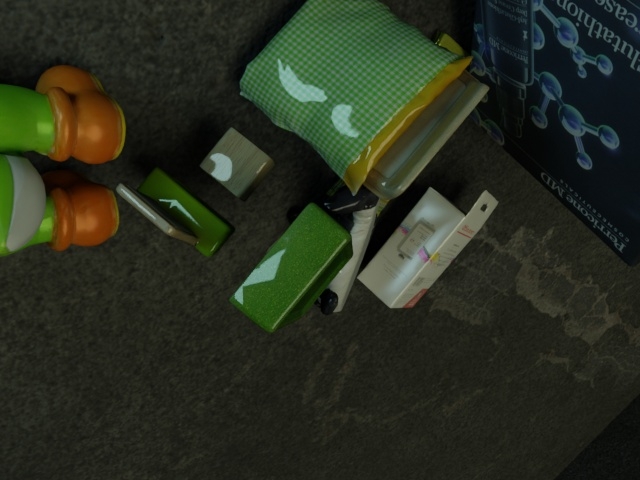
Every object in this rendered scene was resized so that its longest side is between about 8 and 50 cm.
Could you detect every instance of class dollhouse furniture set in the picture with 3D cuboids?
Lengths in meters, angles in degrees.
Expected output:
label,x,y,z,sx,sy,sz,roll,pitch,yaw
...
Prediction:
label,x,y,z,sx,sy,sz,roll,pitch,yaw
dollhouse furniture set,-0.009,-0.100,0.566,0.301,0.198,0.151,-50,172,0

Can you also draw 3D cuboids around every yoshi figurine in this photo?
label,x,y,z,sx,sy,sz,roll,pitch,yaw
yoshi figurine,-0.346,-0.048,0.476,0.362,0.203,0.203,-17,175,-44

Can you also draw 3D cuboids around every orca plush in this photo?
label,x,y,z,sx,sy,sz,roll,pitch,yaw
orca plush,0.000,0.000,0.776,0.287,0.102,0.151,91,23,-73

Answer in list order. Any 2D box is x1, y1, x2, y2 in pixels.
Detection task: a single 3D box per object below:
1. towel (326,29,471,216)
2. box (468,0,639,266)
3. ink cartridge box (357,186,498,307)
label,x,y,z,sx,sy,sz,roll,pitch,yaw
towel,0.105,-0.137,0.812,0.102,0.021,0.237,18,112,-50
box,0.325,-0.211,0.640,0.212,0.293,0.395,-34,153,-9
ink cartridge box,0.151,-0.001,0.899,0.198,0.067,0.115,-51,159,11
